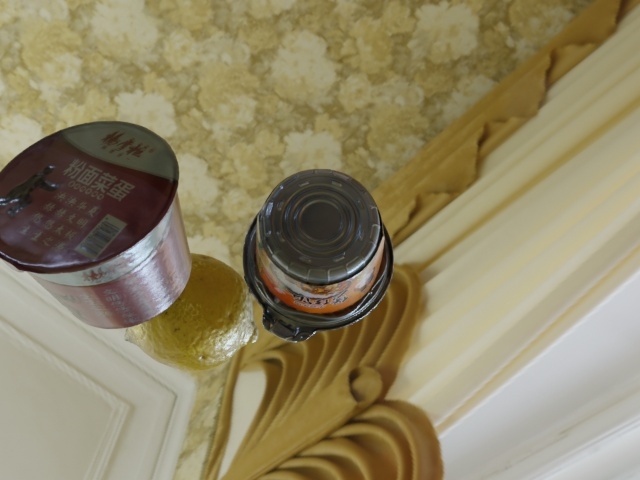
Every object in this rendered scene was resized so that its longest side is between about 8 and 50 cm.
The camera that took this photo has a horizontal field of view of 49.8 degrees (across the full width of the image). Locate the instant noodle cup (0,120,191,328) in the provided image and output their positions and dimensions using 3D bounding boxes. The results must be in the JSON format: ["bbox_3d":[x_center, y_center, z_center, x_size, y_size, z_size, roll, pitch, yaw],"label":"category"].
[{"bbox_3d":[-0.272,-0.009,0.867,0.178,0.234,0.235,82,170,-53],"label":"instant noodle cup"}]

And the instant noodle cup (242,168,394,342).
[{"bbox_3d":[0.000,0.000,0.753,0.125,0.177,0.208,98,180,-71],"label":"instant noodle cup"}]

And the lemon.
[{"bbox_3d":[-0.247,0.141,1.355,0.253,0.228,0.228,10,-141,-18],"label":"lemon"}]
